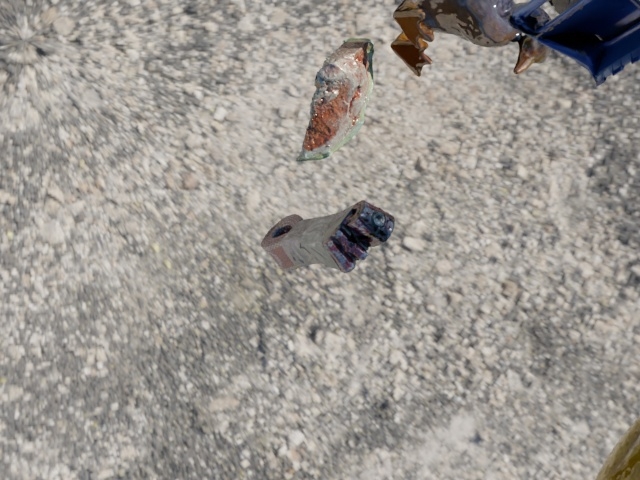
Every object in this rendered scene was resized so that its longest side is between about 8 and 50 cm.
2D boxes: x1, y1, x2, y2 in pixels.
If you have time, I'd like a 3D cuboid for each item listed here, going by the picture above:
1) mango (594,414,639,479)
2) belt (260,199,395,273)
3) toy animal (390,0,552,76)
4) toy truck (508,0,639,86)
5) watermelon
[{"bbox_3d":[0.340,0.260,0.679,0.444,0.301,0.220,-64,153,-4],"label":"mango"},{"bbox_3d":[0.000,0.000,1.043,0.053,0.232,0.071,45,67,-17],"label":"belt"},{"bbox_3d":[0.166,-0.312,1.222,0.185,0.298,0.122,-36,148,-20],"label":"toy animal"},{"bbox_3d":[0.238,-0.255,0.815,0.126,0.113,0.208,-1,75,-27],"label":"toy truck"},{"bbox_3d":[0.026,-0.187,1.186,0.071,0.139,0.187,20,83,9],"label":"watermelon"}]
